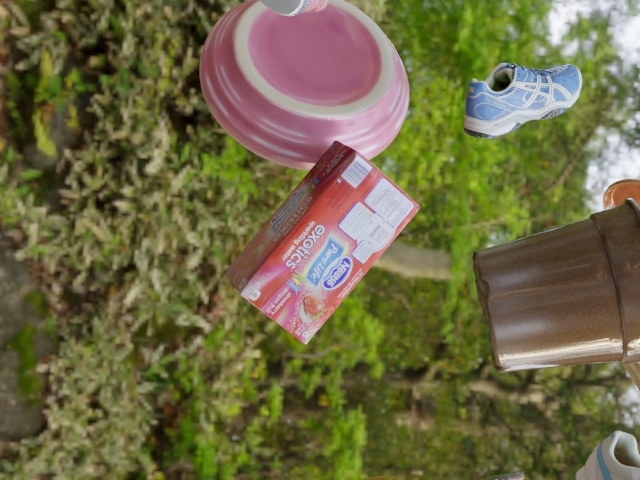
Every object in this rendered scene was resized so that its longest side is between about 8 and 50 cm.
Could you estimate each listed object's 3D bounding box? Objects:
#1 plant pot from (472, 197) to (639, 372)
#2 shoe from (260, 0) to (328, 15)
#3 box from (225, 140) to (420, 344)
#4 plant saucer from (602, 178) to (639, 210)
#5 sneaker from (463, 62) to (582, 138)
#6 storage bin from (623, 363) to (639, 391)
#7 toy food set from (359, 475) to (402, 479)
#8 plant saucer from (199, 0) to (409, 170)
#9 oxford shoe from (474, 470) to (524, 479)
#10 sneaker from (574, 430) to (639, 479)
[{"bbox_3d":[0.242,0.055,1.060,0.167,0.165,0.167,-11,90,-85],"label":"plant pot"},{"bbox_3d":[-0.070,-0.307,1.164,0.063,0.178,0.081,-53,168,23],"label":"shoe"},{"bbox_3d":[0.000,0.000,1.508,0.257,0.128,0.122,-51,-161,1],"label":"box"},{"bbox_3d":[0.370,-0.041,1.240,0.013,0.083,0.083,-58,173,-33],"label":"plant saucer"},{"bbox_3d":[0.291,-0.213,1.510,0.080,0.211,0.081,26,-46,48],"label":"sneaker"},{"bbox_3d":[0.653,0.186,1.773,0.260,0.262,0.123,62,-3,18],"label":"storage bin"},{"bbox_3d":[0.113,0.499,1.970,0.218,0.128,0.071,1,-72,69],"label":"toy food set"},{"bbox_3d":[-0.017,-0.264,1.639,0.084,0.332,0.332,114,-20,-56],"label":"plant saucer"},{"bbox_3d":[0.128,0.307,1.126,0.076,0.212,0.076,63,-4,12],"label":"oxford shoe"},{"bbox_3d":[0.400,0.334,1.312,0.092,0.087,0.229,-65,-147,25],"label":"sneaker"}]
